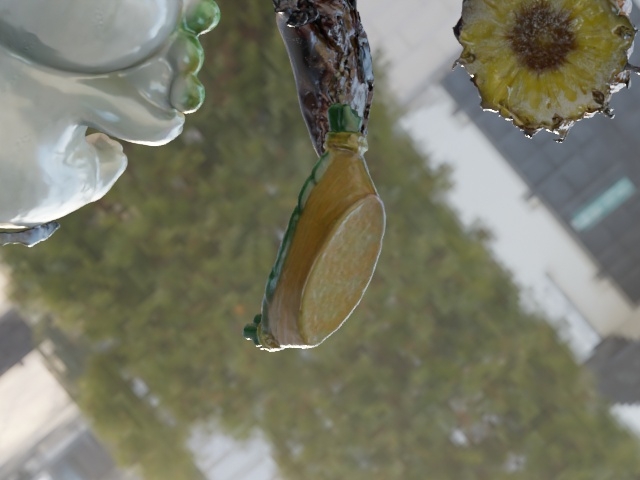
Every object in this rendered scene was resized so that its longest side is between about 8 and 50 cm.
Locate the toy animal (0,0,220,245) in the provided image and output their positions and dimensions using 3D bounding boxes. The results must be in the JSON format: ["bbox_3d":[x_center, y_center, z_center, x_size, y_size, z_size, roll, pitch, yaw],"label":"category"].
[{"bbox_3d":[-0.213,-0.162,1.234,0.247,0.183,0.310,6,129,-29],"label":"toy animal"}]

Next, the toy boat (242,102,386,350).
[{"bbox_3d":[0.000,0.000,1.483,0.089,0.088,0.229,12,106,-42],"label":"toy boat"}]

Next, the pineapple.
[{"bbox_3d":[0.232,-0.202,1.748,0.221,0.221,0.047,-41,167,30],"label":"pineapple"}]

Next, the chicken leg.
[{"bbox_3d":[0.005,-0.163,1.547,0.063,0.233,0.105,9,-143,34],"label":"chicken leg"}]
